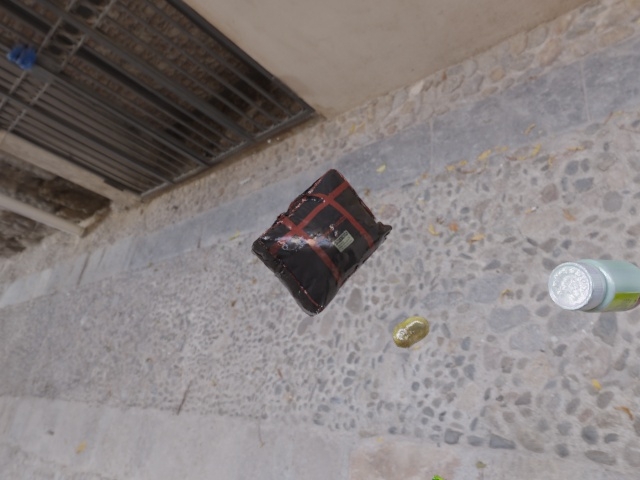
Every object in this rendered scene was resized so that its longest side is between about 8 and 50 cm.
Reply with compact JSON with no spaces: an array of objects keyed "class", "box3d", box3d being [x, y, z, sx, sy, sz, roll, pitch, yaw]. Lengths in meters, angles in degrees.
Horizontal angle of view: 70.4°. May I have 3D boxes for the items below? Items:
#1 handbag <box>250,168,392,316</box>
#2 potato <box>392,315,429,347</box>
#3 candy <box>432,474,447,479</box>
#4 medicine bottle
[{"class":"handbag","box3d":[0.000,0.000,0.792,0.215,0.169,0.155,-45,-4,-22]},{"class":"potato","box3d":[0.315,0.321,1.590,0.138,0.091,0.070,-28,0,-8]},{"class":"candy","box3d":[0.232,0.487,0.788,0.102,0.178,0.032,35,98,14]},{"class":"medicine bottle","box3d":[0.718,0.118,1.177,0.139,0.225,0.139,-12,77,62]}]
